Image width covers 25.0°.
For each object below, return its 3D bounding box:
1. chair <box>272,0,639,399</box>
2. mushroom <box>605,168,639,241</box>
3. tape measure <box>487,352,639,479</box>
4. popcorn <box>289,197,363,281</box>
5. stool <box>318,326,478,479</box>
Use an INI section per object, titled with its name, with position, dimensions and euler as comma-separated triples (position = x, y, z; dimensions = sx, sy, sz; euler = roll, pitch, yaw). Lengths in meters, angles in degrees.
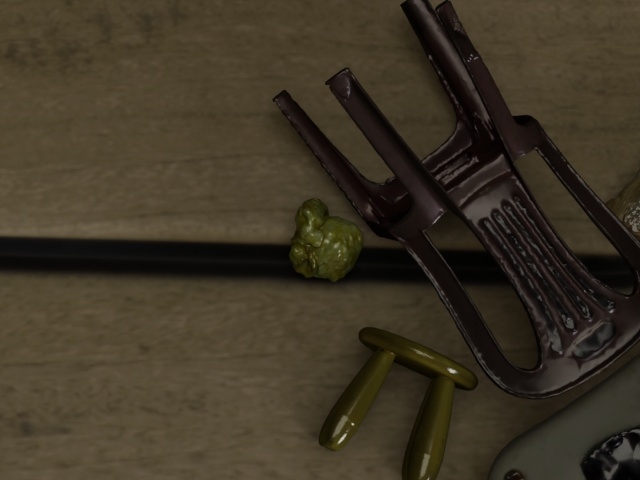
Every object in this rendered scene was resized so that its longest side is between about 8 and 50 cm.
[chair]
position = 0.130, -0.038, 1.240
dimensions = 0.175, 0.183, 0.326
euler = -35, 100, -6
[mushroom]
position = 0.331, -0.079, 1.317
dimensions = 0.059, 0.054, 0.202
euler = 38, 75, -1
[tape measure]
position = 0.284, 0.208, 1.178
dimensions = 0.258, 0.130, 0.265
euler = -36, 63, 4
[popcorn]
position = 0.002, -0.002, 1.279
dimensions = 0.068, 0.059, 0.083
euler = -24, 115, 2
[stool]
position = 0.064, 0.144, 1.232
dimensions = 0.135, 0.134, 0.111
euler = 30, 79, -42
